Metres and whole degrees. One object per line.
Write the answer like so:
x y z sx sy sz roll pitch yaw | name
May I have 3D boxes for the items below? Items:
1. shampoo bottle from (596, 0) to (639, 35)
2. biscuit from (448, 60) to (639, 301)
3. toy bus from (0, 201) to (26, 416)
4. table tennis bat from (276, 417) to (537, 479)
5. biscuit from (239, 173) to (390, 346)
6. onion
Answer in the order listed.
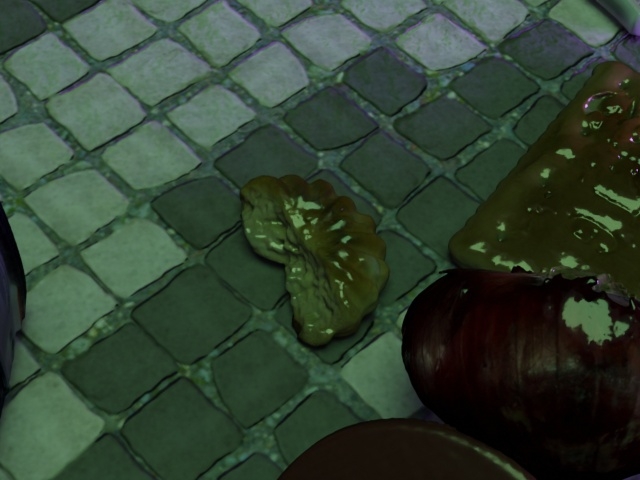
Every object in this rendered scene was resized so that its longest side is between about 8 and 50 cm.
0.351 -0.268 1.250 0.072 0.043 0.099 -26 61 -19 | shampoo bottle
0.291 -0.041 1.087 0.217 0.044 0.325 33 59 20 | biscuit
-0.457 0.090 0.843 0.439 0.209 0.249 -3 57 -5 | toy bus
0.086 0.320 0.754 0.268 0.051 0.415 -28 70 14 | table tennis bat
0.000 0.000 1.029 0.118 0.061 0.183 -21 58 -19 | biscuit
0.181 0.119 0.861 0.272 0.272 0.195 13 82 5 | onion
